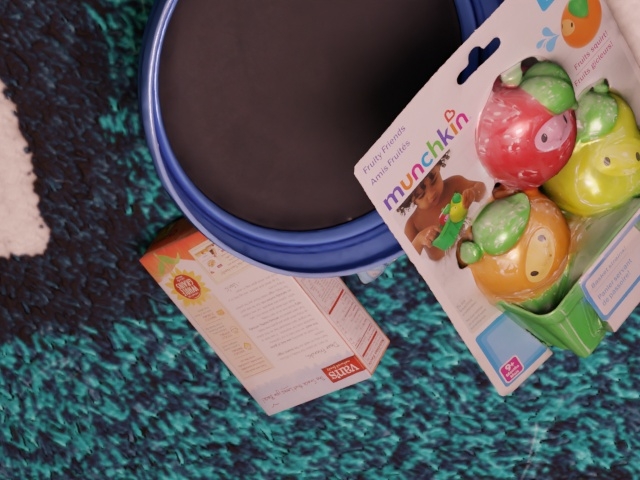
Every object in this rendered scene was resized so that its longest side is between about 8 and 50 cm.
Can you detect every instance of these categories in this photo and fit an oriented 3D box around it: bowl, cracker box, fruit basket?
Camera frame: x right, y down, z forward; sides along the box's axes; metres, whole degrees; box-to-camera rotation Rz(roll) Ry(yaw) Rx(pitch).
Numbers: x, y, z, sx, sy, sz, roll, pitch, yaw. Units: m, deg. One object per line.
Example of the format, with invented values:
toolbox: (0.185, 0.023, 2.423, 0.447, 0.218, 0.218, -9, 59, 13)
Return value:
bowl: (0.005, -0.159, 1.848, 0.391, 0.077, 0.391, -7, 108, -22)
cracker box: (-0.058, 0.064, 2.002, 0.155, 0.067, 0.232, -24, 112, 37)
fruit basket: (0.218, -0.063, 1.835, 0.327, 0.165, 0.353, -48, 135, -17)

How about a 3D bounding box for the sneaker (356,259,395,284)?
sneaker: (0.000, 0.000, 2.003, 0.162, 0.063, 0.073, 28, 116, -9)
